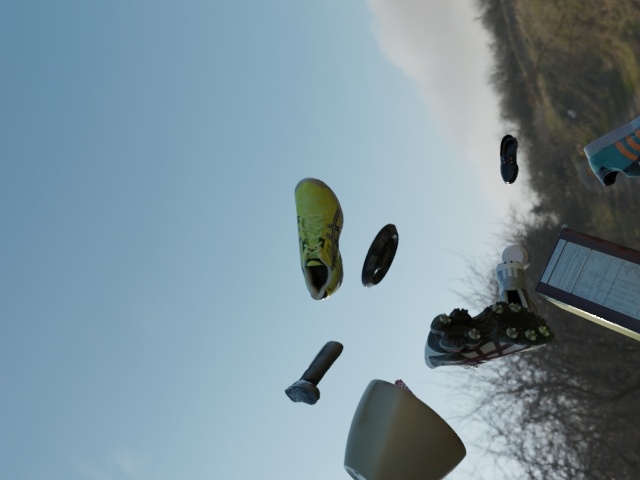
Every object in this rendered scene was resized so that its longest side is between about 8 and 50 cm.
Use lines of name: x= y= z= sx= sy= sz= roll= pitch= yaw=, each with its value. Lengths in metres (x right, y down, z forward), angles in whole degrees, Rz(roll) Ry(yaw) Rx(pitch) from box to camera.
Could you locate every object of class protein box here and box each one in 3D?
protein box: x=0.549 y=0.090 z=1.037 sx=0.200 sy=0.201 sz=0.136 roll=23 pitch=-88 yaw=-50

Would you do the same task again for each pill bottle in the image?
pill bottle: x=0.663 y=0.059 z=1.879 sx=0.160 sy=0.087 sz=0.087 roll=11 pitch=-117 yaw=-65

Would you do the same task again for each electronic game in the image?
electronic game: x=0.195 y=0.051 z=1.819 sx=0.229 sy=0.048 sz=0.229 roll=-48 pitch=-29 yaw=-38

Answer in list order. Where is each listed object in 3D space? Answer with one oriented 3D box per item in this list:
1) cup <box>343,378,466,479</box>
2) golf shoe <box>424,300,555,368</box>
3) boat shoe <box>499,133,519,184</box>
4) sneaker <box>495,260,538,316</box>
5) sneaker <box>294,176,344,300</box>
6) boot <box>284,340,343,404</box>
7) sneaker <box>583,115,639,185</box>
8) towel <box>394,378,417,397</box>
cup: x=0.200 y=0.587 z=1.544 sx=0.237 sy=0.331 sz=0.331 roll=-46 pitch=-60 yaw=-24
golf shoe: x=0.333 y=0.195 z=1.113 sx=0.105 sy=0.273 sz=0.120 roll=-106 pitch=22 yaw=-45
boat shoe: x=0.487 y=-0.210 z=1.439 sx=0.042 sy=0.049 sz=0.133 roll=23 pitch=-111 yaw=-49
sneaker: x=0.460 y=0.168 z=1.301 sx=0.228 sy=0.086 sz=0.132 roll=60 pitch=-152 yaw=-31
sneaker: x=0.000 y=0.000 z=1.674 sx=0.147 sy=0.145 sz=0.384 roll=-59 pitch=-40 yaw=-69
boot: x=0.002 y=0.382 z=1.623 sx=0.208 sy=0.190 sz=0.076 roll=-37 pitch=-80 yaw=-29
sneaker: x=0.740 y=-0.216 z=1.250 sx=0.302 sy=0.108 sz=0.121 roll=139 pitch=114 yaw=-69
towel: x=0.336 y=0.581 z=1.931 sx=0.197 sy=0.029 sz=0.144 roll=46 pitch=168 yaw=41
